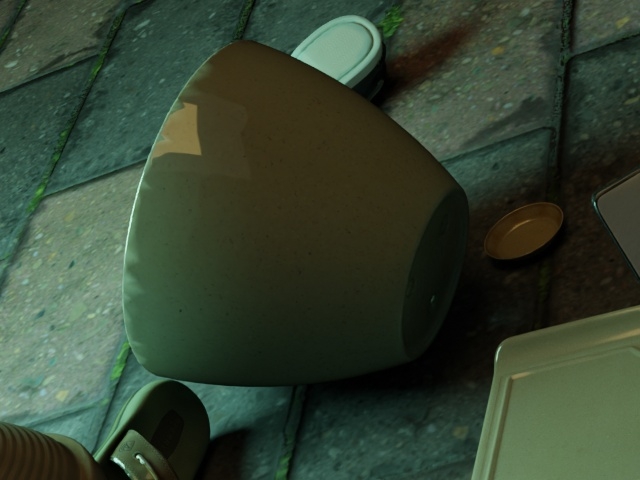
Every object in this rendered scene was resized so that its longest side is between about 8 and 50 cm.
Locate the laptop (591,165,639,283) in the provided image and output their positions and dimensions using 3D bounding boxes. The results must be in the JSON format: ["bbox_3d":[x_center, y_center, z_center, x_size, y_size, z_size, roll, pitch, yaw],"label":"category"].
[{"bbox_3d":[0.463,0.035,1.356,0.382,0.408,0.236,-31,-5,0],"label":"laptop"}]

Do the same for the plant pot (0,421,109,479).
[{"bbox_3d":[-0.284,0.209,1.470,0.237,0.109,0.237,-23,28,13],"label":"plant pot"}]

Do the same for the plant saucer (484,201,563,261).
[{"bbox_3d":[0.199,-0.005,1.890,0.083,0.015,0.083,-24,30,15],"label":"plant saucer"}]

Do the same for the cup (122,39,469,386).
[{"bbox_3d":[0.000,0.000,1.818,0.237,0.331,0.331,16,48,19],"label":"cup"}]

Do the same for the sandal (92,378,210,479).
[{"bbox_3d":[-0.151,0.220,1.756,0.086,0.120,0.302,-27,27,28],"label":"sandal"}]

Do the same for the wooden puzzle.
[{"bbox_3d":[0.232,0.154,1.587,0.221,0.044,0.238,-16,36,26],"label":"wooden puzzle"}]

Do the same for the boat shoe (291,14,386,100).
[{"bbox_3d":[-0.046,-0.139,2.270,0.303,0.091,0.114,-32,61,-4],"label":"boat shoe"}]
